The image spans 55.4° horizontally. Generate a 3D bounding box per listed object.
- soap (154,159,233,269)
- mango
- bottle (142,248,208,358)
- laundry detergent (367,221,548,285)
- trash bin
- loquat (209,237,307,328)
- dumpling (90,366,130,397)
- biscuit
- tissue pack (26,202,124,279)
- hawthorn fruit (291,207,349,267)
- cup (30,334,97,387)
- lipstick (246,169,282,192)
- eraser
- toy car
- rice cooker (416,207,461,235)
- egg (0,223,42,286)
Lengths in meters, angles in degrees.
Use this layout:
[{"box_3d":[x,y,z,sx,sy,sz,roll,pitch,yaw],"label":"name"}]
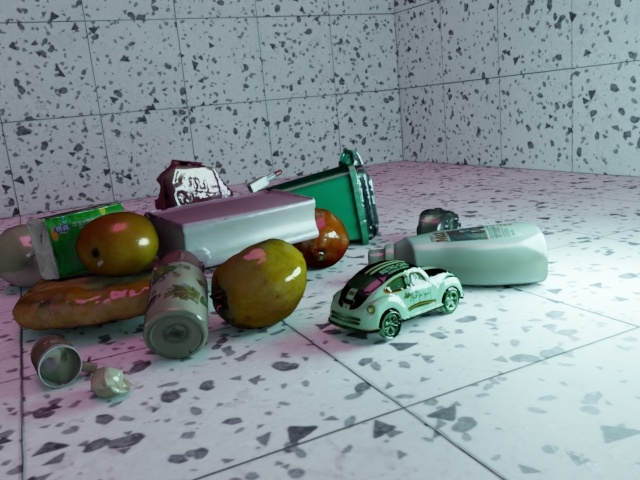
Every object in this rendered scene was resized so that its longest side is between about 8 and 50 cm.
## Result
[{"box_3d":[-0.360,-0.079,1.784,0.220,0.325,0.127,-11,10,-35],"label":"soap"},{"box_3d":[-0.458,0.004,1.374,0.175,0.139,0.254,-6,10,-21],"label":"mango"},{"box_3d":[-0.282,0.110,1.203,0.120,0.120,0.253,-7,31,-8],"label":"bottle"},{"box_3d":[0.316,0.036,1.455,0.397,0.125,0.264,-5,13,11],"label":"laundry detergent"},{"box_3d":[-0.025,-0.117,1.938,0.381,0.295,0.259,-13,13,-5],"label":"trash bin"},{"box_3d":[-0.128,0.092,1.261,0.234,0.176,0.187,-32,-13,-39],"label":"loquat"},{"box_3d":[-0.348,0.238,1.007,0.076,0.057,0.052,-24,39,33],"label":"dumpling"},{"box_3d":[-0.486,0.121,1.443,0.429,0.104,0.446,-8,10,-11],"label":"biscuit"},{"box_3d":[-0.597,-0.001,1.496,0.156,0.148,0.209,-3,12,41],"label":"tissue pack"},{"box_3d":[0.000,0.000,1.668,0.169,0.169,0.188,-7,23,-6],"label":"hawthorn fruit"},{"box_3d":[-0.461,0.208,1.094,0.102,0.074,0.099,-13,14,-32],"label":"cup"},{"box_3d":[-0.166,-0.189,1.881,0.129,0.030,0.030,-34,20,-27],"label":"lipstick"},{"box_3d":[-0.226,-0.037,1.531,0.359,0.123,0.272,-16,19,-34],"label":"eraser"},{"box_3d":[0.155,0.100,1.217,0.305,0.125,0.136,-16,16,-36],"label":"toy car"},{"box_3d":[0.339,-0.035,1.777,0.106,0.112,0.165,10,22,35],"label":"rice cooker"},{"box_3d":[-0.840,0.046,1.743,0.183,0.183,0.217,-11,14,-24],"label":"egg"}]
